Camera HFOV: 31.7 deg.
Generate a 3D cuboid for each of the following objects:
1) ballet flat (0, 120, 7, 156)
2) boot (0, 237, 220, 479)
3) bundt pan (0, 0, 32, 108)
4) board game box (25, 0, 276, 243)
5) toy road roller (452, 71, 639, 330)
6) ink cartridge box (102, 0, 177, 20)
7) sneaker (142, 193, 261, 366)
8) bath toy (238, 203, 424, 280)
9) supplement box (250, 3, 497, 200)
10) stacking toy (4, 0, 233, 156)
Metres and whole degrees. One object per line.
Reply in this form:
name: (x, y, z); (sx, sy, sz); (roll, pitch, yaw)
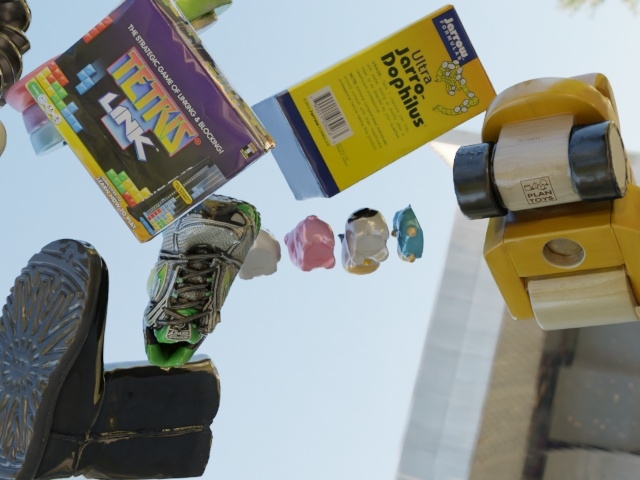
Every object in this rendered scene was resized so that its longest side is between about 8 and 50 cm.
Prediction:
ballet flat: (-0.492, -0.087, 1.359); (0.086, 0.248, 0.086); (48, -149, -42)
boot: (-0.290, 0.198, 1.713); (0.445, 0.146, 0.367); (15, -83, -56)
bundt pan: (-0.480, -0.308, 1.501); (0.331, 0.124, 0.331); (3, -90, -83)
board game box: (-0.144, -0.106, 0.956); (0.170, 0.141, 0.048); (53, -160, -3)
toy road roller: (0.321, -0.066, 1.449); (0.329, 0.202, 0.241); (61, -147, -34)
ink cartridge box: (-0.308, -0.439, 2.054); (0.181, 0.104, 0.061); (-51, -61, -18)
sneaker: (-0.164, 0.058, 1.521); (0.343, 0.134, 0.146); (113, 164, -52)
bath toy: (0.000, 0.000, 1.974); (0.129, 0.348, 0.151); (-110, 21, -46)
supplement box: (0.091, -0.234, 1.952); (0.356, 0.194, 0.195); (-30, -82, -14)
stacking toy: (-0.234, -0.208, 1.481); (0.130, 0.279, 0.309); (61, -150, -6)
